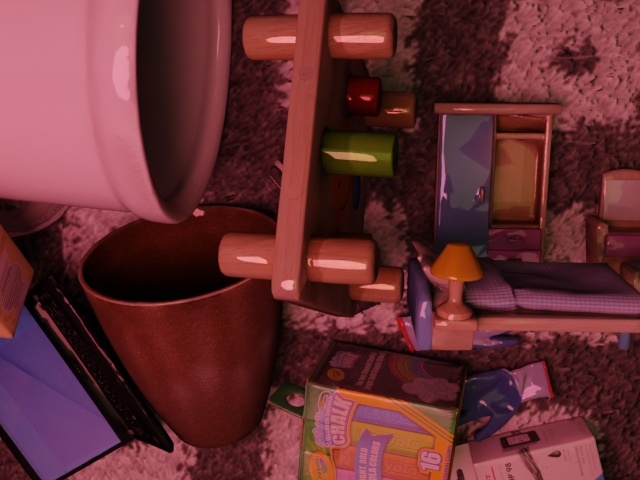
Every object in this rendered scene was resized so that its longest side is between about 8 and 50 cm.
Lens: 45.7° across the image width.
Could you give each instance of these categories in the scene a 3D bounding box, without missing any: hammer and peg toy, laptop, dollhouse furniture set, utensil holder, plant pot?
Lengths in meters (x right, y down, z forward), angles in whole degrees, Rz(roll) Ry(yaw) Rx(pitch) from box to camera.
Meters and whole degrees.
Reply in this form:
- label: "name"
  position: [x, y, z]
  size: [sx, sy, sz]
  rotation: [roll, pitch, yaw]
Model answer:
- label: "hammer and peg toy"
  position: [0.020, -0.114, 0.701]
  size: [0.128, 0.266, 0.361]
  rotation: [3, 81, 13]
- label: "laptop"
  position: [-0.321, 0.182, 0.896]
  size: [0.137, 0.264, 0.234]
  rotation: [-37, 100, -26]
- label: "dollhouse furniture set"
  position: [0.229, -0.026, 0.727]
  size: [0.287, 0.303, 0.198]
  rotation: [1, 103, 4]
- label: "utensil holder"
  position: [-0.307, -0.195, 0.720]
  size: [0.386, 0.327, 0.327]
  rotation: [6, 102, 4]
- label: "plant pot"
  position: [-0.133, 0.109, 0.850]
  size: [0.216, 0.215, 0.230]
  rotation: [-4, 118, 5]

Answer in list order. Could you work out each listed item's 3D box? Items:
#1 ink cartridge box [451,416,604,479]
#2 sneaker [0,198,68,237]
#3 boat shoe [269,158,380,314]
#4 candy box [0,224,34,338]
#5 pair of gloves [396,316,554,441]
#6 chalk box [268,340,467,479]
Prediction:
- label: "ink cartridge box"
  position: [0.245, 0.289, 0.917]
  size: [0.180, 0.060, 0.104]
  rotation: [-15, 101, 7]
- label: "sneaker"
  position: [-0.404, -0.028, 0.865]
  size: [0.263, 0.121, 0.099]
  rotation: [-23, 100, 8]
- label: "boat shoe"
  position: [0.000, 0.000, 0.867]
  size: [0.065, 0.075, 0.206]
  rotation: [-38, 102, 8]
- label: "candy box"
  position: [-0.394, -0.010, 0.666]
  size: [0.183, 0.316, 0.087]
  rotation: [7, 64, -1]
- label: "pair of gloves"
  position: [0.188, 0.144, 0.910]
  size: [0.159, 0.023, 0.198]
  rotation: [-18, 99, 10]
- label: "chalk box"
  position: [0.049, 0.205, 0.868]
  size: [0.213, 0.132, 0.132]
  rotation: [8, 104, 13]
